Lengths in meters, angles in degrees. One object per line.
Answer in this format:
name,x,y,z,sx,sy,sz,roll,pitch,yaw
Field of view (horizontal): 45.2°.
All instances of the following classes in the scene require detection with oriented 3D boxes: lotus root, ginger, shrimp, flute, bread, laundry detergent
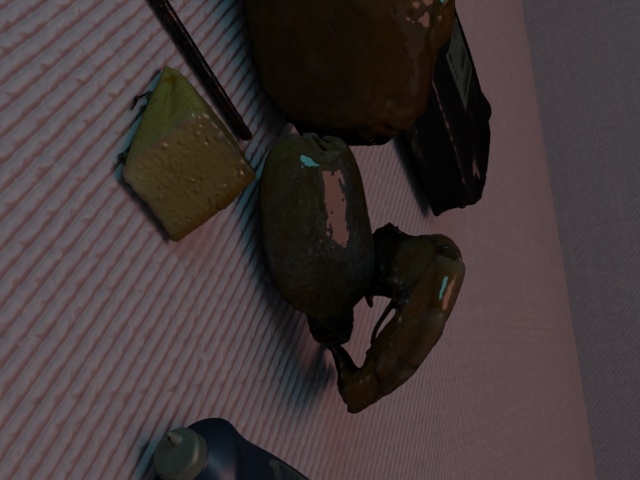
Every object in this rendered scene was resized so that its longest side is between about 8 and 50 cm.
lotus root,0.000,0.000,0.687,0.113,0.088,0.192,-11,94,-48
ginger,0.025,-0.248,0.717,0.223,0.200,0.270,58,32,-43
shrimp,0.060,0.073,0.735,0.075,0.289,0.178,26,89,-17
flute,-0.121,-0.180,0.599,0.270,0.014,0.014,58,32,-39
bread,-0.111,-0.073,0.575,0.084,0.080,0.109,55,-1,-42
laundry detergent,-0.052,0.190,0.544,0.206,0.061,0.097,54,37,-43

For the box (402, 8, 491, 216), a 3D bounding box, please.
box,0.180,-0.257,1.189,0.359,0.090,0.350,-68,140,-53
